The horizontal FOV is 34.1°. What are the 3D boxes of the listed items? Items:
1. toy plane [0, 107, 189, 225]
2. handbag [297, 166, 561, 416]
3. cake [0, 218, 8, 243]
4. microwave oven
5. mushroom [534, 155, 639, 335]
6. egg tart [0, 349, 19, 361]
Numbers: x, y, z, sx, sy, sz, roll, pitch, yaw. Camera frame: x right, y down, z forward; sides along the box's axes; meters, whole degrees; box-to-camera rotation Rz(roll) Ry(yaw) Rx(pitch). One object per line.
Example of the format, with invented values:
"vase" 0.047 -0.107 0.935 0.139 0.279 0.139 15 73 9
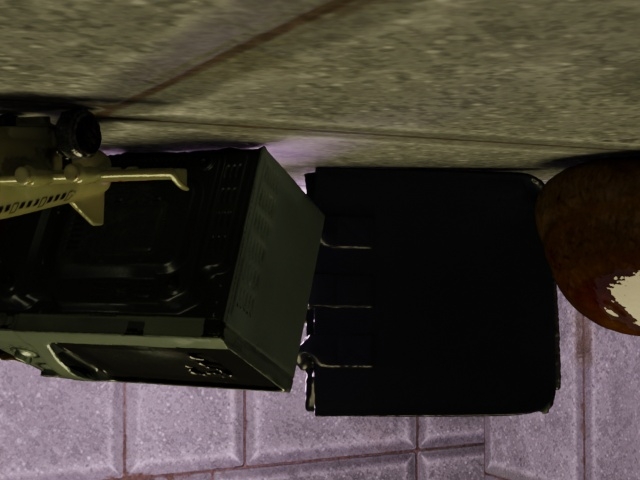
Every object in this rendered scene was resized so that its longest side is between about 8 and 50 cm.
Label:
"toy plane" -0.221 -0.054 0.760 0.229 0.092 0.244 2 179 24
"handbag" 0.122 0.064 1.294 0.329 0.303 0.122 0 176 -11
"cake" -0.455 -0.015 1.167 0.283 0.151 0.177 -5 174 6
"microwave oven" -0.177 0.028 1.084 0.295 0.237 0.181 -1 155 26
"mushroom" 0.389 0.006 1.161 0.283 0.195 0.263 -6 149 8
"egg tart" -0.352 0.019 1.303 0.291 0.291 0.107 -1 144 25
